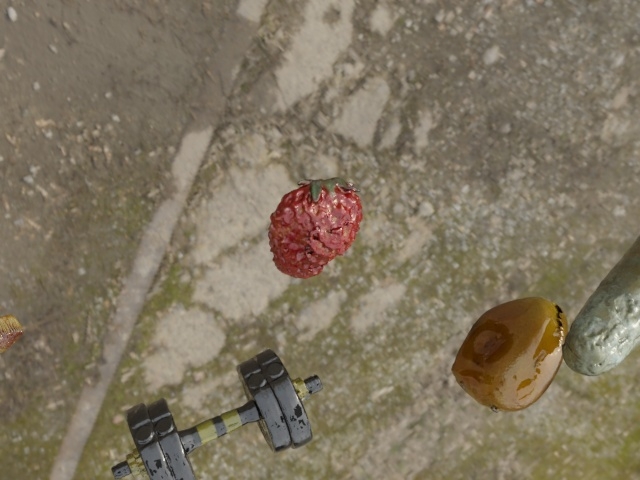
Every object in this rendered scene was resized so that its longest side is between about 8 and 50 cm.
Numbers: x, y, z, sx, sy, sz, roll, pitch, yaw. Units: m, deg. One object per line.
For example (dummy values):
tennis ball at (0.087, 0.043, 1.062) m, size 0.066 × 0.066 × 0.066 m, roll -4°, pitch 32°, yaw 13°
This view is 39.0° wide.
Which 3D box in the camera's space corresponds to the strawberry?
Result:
strawberry at (0.000, 0.000, 1.648) m, size 0.190 × 0.111 × 0.236 m, roll -13°, pitch 139°, yaw -34°

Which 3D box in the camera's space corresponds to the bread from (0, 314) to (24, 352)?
bread at (-0.560, 0.169, 1.581) m, size 0.085 × 0.053 × 0.085 m, roll -28°, pitch 174°, yaw -3°

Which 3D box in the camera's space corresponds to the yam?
yam at (0.516, 0.103, 1.509) m, size 0.330 × 0.133 × 0.133 m, roll -39°, pitch 137°, yaw -27°

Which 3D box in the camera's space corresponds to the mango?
mango at (0.376, 0.215, 1.702) m, size 0.136 × 0.166 × 0.236 m, roll 29°, pitch 87°, yaw -40°

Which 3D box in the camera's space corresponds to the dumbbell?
dumbbell at (-0.176, 0.322, 1.571) m, size 0.388 × 0.185 × 0.185 m, roll -23°, pitch 132°, yaw -13°
